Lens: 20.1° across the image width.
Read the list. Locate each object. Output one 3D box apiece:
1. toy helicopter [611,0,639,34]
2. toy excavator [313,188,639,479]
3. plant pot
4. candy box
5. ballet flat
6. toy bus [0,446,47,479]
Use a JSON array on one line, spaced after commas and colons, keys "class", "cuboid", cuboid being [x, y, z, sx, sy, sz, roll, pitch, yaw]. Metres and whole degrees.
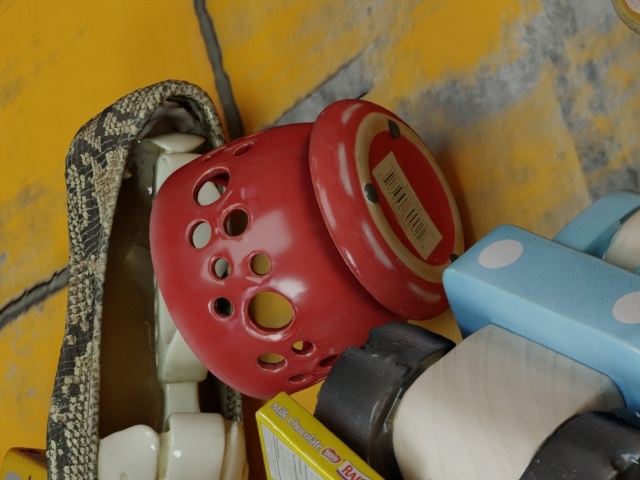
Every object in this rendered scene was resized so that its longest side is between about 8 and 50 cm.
[{"class": "toy helicopter", "cuboid": [0.277, -0.300, 1.173, 0.235, 0.140, 0.355, 22, 107, 35]}, {"class": "toy excavator", "cuboid": [0.221, 0.026, 1.070, 0.445, 0.433, 0.222, -38, 35, -24]}, {"class": "plant pot", "cuboid": [0.000, 0.000, 1.311, 0.174, 0.191, 0.191, -26, 64, 28]}, {"class": "candy box", "cuboid": [0.013, 0.181, 1.075, 0.105, 0.206, 0.027, 37, 63, 28]}, {"class": "ballet flat", "cuboid": [-0.124, 0.096, 1.408, 0.182, 0.164, 0.483, -34, 55, 58]}, {"class": "toy bus", "cuboid": [-0.234, 0.352, 1.508, 0.130, 0.108, 0.333, 16, 93, 45]}]
